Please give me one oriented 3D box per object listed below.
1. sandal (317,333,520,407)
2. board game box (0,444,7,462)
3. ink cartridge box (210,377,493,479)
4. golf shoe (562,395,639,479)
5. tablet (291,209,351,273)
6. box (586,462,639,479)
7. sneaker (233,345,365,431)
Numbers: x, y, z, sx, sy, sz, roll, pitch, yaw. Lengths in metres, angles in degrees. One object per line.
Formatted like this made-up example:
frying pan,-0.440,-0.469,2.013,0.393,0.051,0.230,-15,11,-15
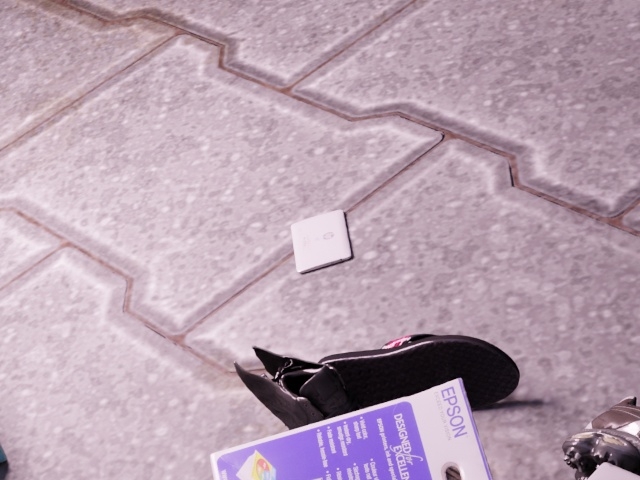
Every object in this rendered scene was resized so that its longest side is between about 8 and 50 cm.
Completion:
sandal,0.079,0.104,1.428,0.179,0.067,0.040,-5,25,25
board game box,-0.463,0.153,1.626,0.253,0.079,0.336,-28,35,-11
ink cartridge box,0.034,0.219,1.271,0.208,0.045,0.206,-18,47,5
golf shoe,0.274,0.155,1.241,0.198,0.077,0.094,15,47,39
tablet,0.000,0.000,1.663,0.054,0.006,0.083,-17,35,5
box,0.222,0.243,1.131,0.130,0.091,0.170,-40,38,-27
sneaker,0.010,0.140,1.387,0.170,0.089,0.051,15,47,41
